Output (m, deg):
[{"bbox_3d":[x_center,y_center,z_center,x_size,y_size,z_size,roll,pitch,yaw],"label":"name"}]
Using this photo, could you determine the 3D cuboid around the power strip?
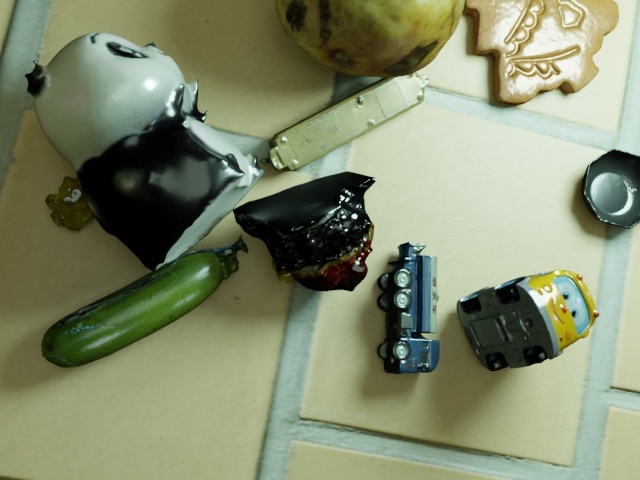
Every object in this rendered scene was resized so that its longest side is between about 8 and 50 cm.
[{"bbox_3d":[0.038,-0.188,1.340,0.305,0.044,0.064,-30,106,-14],"label":"power strip"}]

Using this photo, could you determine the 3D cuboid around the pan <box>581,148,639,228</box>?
[{"bbox_3d":[0.525,-0.074,1.418,0.202,0.048,0.128,15,81,-7],"label":"pan"}]

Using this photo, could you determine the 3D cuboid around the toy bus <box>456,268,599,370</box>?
[{"bbox_3d":[0.313,0.113,1.278,0.136,0.209,0.126,-22,86,-23],"label":"toy bus"}]

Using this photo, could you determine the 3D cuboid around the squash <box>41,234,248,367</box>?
[{"bbox_3d":[-0.247,0.090,1.235,0.332,0.087,0.087,-28,88,-15],"label":"squash"}]

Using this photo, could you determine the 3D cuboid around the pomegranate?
[{"bbox_3d":[0.071,-0.374,1.267,0.281,0.281,0.281,1,82,-11],"label":"pomegranate"}]

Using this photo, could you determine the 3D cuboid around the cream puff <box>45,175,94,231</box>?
[{"bbox_3d":[-0.358,-0.057,1.244,0.083,0.058,0.083,-10,86,-11],"label":"cream puff"}]

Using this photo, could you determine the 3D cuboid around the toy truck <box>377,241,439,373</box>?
[{"bbox_3d":[0.138,0.105,1.315,0.088,0.074,0.201,4,81,-19],"label":"toy truck"}]

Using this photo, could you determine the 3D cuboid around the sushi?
[{"bbox_3d":[0.000,0.000,1.258,0.172,0.153,0.150,-30,120,-30],"label":"sushi"}]

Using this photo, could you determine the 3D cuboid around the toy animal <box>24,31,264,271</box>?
[{"bbox_3d":[-0.256,-0.140,1.186,0.251,0.251,0.310,-43,87,-13],"label":"toy animal"}]

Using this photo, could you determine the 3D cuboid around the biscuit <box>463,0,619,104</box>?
[{"bbox_3d":[0.347,-0.377,1.427,0.284,0.043,0.306,-42,92,-13],"label":"biscuit"}]
